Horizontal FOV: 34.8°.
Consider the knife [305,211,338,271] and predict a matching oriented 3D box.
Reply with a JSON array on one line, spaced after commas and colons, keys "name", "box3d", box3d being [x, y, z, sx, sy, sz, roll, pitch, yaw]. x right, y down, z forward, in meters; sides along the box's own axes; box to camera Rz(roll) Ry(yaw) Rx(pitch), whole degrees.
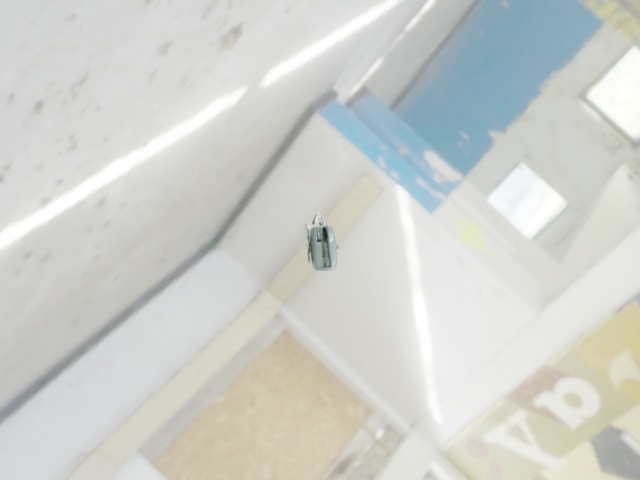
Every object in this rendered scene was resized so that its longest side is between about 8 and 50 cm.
[{"name": "knife", "box3d": [0.000, 0.000, 0.799, 0.162, 0.023, 0.044, -128, -143, -88]}]
